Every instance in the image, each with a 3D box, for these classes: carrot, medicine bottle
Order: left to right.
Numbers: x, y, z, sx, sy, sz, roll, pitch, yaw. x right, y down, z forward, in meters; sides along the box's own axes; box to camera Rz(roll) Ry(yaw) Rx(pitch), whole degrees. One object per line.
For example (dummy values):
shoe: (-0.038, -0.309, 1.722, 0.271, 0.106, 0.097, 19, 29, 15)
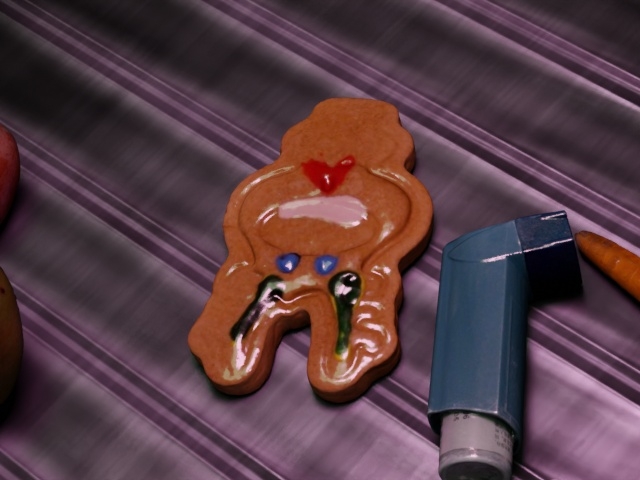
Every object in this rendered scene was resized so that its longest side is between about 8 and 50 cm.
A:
medicine bottle: (0.157, 0.092, 1.696, 0.124, 0.079, 0.258, 1, 55, 14)
carrot: (0.310, 0.061, 1.704, 0.061, 0.061, 0.257, -38, 44, -14)

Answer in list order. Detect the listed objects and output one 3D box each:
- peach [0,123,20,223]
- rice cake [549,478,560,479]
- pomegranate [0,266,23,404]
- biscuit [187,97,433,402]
peach: (-0.376, -0.053, 1.908, 0.152, 0.152, 0.152, -7, 53, 9)
rice cake: (0.111, 0.241, 1.628, 0.208, 0.033, 0.033, -15, 51, 2)
pomegranate: (-0.358, 0.087, 1.788, 0.179, 0.210, 0.179, 1, 84, -7)
biscuit: (0.000, 0.000, 1.822, 0.202, 0.047, 0.334, 6, 56, 18)
